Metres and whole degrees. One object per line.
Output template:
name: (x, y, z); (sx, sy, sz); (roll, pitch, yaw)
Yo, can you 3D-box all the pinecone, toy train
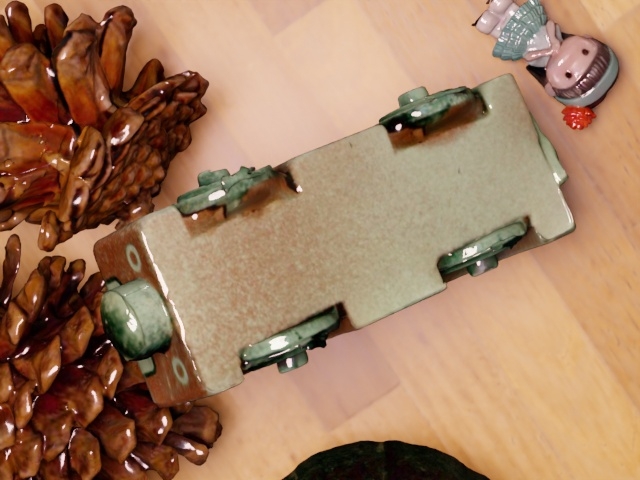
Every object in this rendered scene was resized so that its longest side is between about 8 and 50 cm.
pinecone: (-0.172, 0.105, 1.184); (0.212, 0.169, 0.185); (32, 135, -7)
pinecone: (-0.174, -0.079, 1.177); (0.195, 0.179, 0.150); (7, 112, 27)
toy train: (0.000, 0.000, 1.130); (0.326, 0.159, 0.129); (-24, 89, -28)

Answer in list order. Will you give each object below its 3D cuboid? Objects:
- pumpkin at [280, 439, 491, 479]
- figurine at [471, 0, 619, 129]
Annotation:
pumpkin: (0.045, 0.236, 1.182); (0.211, 0.152, 0.212); (1, 80, -6)
figurine: (0.151, -0.125, 1.218); (0.106, 0.047, 0.060); (36, 85, 4)
